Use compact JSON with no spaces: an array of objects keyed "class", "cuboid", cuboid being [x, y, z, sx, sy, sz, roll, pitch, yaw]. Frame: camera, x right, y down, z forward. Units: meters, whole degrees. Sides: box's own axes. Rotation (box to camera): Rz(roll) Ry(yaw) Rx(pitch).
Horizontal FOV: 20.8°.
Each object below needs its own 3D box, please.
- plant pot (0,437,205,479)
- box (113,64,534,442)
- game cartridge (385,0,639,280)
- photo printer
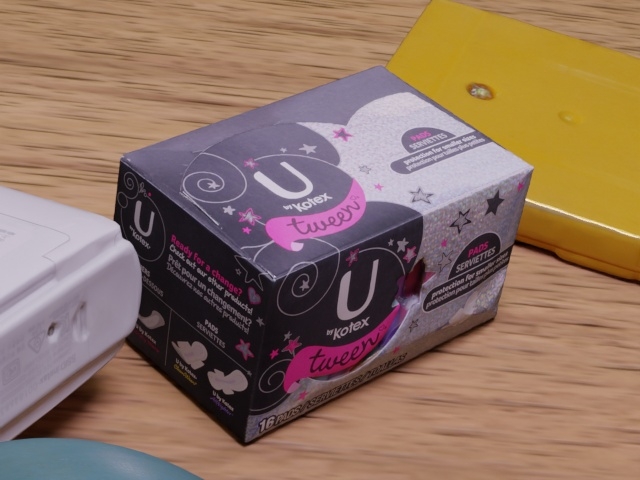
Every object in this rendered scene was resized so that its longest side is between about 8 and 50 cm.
[{"class":"plant pot","cuboid":[-0.110,0.220,0.752,0.293,0.293,0.235,-6,25,-22]},{"class":"box","cuboid":[0.000,0.000,1.191,0.247,0.142,0.163,-24,47,-37]},{"class":"game cartridge","cuboid":[0.201,-0.081,1.440,0.323,0.053,0.285,20,36,10]},{"class":"photo printer","cuboid":[-0.304,0.036,1.067,0.307,0.107,0.256,16,31,25]}]
